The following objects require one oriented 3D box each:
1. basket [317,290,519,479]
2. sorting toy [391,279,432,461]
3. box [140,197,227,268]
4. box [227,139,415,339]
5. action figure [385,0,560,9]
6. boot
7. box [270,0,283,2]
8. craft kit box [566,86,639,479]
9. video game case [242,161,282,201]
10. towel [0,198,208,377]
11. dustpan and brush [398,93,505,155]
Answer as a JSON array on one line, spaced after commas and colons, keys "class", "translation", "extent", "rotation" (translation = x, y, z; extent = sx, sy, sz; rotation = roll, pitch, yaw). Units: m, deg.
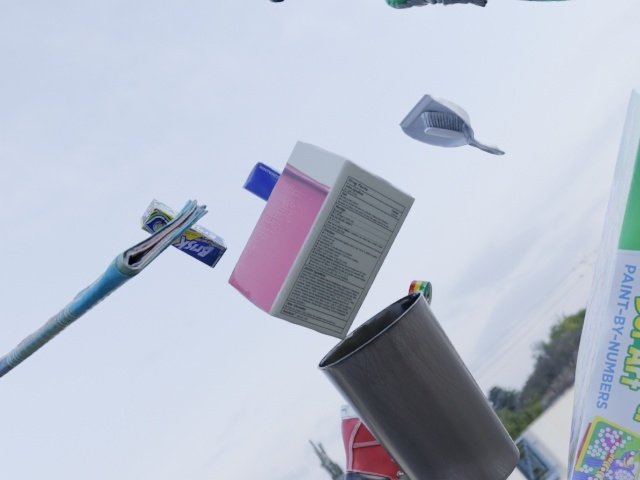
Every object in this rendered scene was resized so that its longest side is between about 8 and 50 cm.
[{"class": "basket", "translation": [0.125, 0.199, 0.884], "extent": [0.154, 0.227, 0.204], "rotation": [-35, -1, 14]}, {"class": "sorting toy", "translation": [0.128, 0.201, 1.060], "extent": [0.132, 0.046, 0.274], "rotation": [38, -120, -62]}, {"class": "box", "translation": [-0.270, -0.013, 1.436], "extent": [0.169, 0.059, 0.054], "rotation": [31, -79, -25]}, {"class": "box", "translation": [0.000, 0.000, 1.021], "extent": [0.149, 0.127, 0.232], "rotation": [25, -88, -40]}, {"class": "action figure", "translation": [0.124, -0.242, 0.605], "extent": [0.063, 0.232, 0.137], "rotation": [18, -102, -48]}, {"class": "boot", "translation": [0.153, 0.373, 1.255], "extent": [0.244, 0.176, 0.088], "rotation": [3, -18, -17]}, {"class": "box", "translation": [0.009, -0.548, 0.873], "extent": [0.395, 0.293, 0.212], "rotation": [-30, -45, 34]}, {"class": "craft kit box", "translation": [0.223, 0.023, 0.506], "extent": [0.246, 0.061, 0.249], "rotation": [-35, -47, -68]}, {"class": "video game case", "translation": [-0.005, -0.054, 1.335], "extent": [0.061, 0.269, 0.244], "rotation": [-59, 3, 2]}, {"class": "towel", "translation": [-0.373, 0.077, 1.220], "extent": [0.370, 0.040, 0.271], "rotation": [-34, 10, 27]}, {"class": "dustpan and brush", "translation": [0.281, -0.219, 1.474], "extent": [0.211, 0.060, 0.147], "rotation": [10, -21, -15]}]
